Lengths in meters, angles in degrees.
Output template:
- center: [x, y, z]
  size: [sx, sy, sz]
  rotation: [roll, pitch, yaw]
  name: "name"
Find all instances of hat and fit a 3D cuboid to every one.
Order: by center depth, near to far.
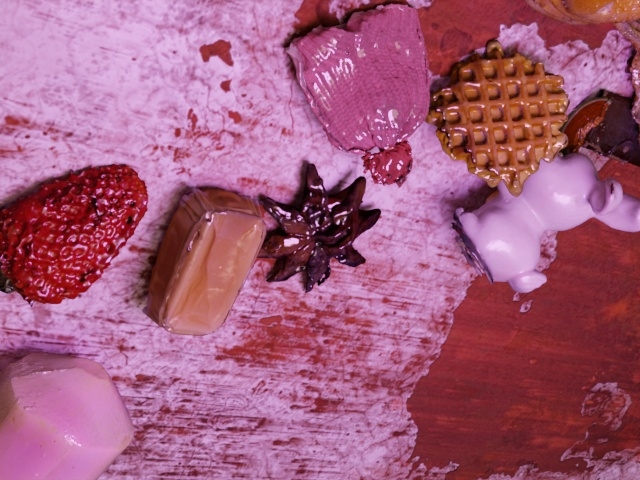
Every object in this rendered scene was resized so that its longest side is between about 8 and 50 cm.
- center: [0.083, -0.223, 1.603]
  size: [0.236, 0.107, 0.286]
  rotation: [-21, 103, -15]
  name: "hat"

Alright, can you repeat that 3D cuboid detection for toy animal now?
- center: [0.394, -0.053, 1.779]
  size: [0.310, 0.247, 0.183]
  rotation: [-31, 137, 2]
  name: "toy animal"

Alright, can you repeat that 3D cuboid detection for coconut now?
- center: [-0.428, 0.293, 1.598]
  size: [0.233, 0.233, 0.245]
  rotation: [34, 101, -39]
  name: "coconut"

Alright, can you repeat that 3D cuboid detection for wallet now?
- center: [0.602, -0.210, 1.940]
  size: [0.232, 0.031, 0.122]
  rotation: [11, 111, -34]
  name: "wallet"

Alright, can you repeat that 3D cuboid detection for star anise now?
- center: [0.000, 0.000, 1.708]
  size: [0.271, 0.102, 0.272]
  rotation: [-13, 127, -18]
  name: "star anise"

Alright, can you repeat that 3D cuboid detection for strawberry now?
- center: [-0.380, 0.002, 1.502]
  size: [0.286, 0.106, 0.188]
  rotation: [-38, 131, -2]
  name: "strawberry"

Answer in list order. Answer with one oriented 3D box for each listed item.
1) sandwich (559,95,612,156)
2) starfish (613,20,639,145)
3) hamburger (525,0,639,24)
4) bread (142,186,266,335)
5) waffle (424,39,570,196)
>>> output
- center: [0.488, -0.216, 1.851]
  size: [0.029, 0.067, 0.135]
  rotation: [34, 105, -35]
  name: "sandwich"
- center: [0.694, -0.255, 1.884]
  size: [0.383, 0.132, 0.398]
  rotation: [-13, 94, -27]
  name: "starfish"
- center: [0.439, -0.487, 1.589]
  size: [0.314, 0.170, 0.290]
  rotation: [3, 115, -28]
  name: "hamburger"
- center: [-0.192, 0.035, 1.624]
  size: [0.136, 0.107, 0.241]
  rotation: [10, 115, -35]
  name: "bread"
- center: [0.312, -0.212, 1.701]
  size: [0.243, 0.059, 0.238]
  rotation: [35, 76, -7]
  name: "waffle"
